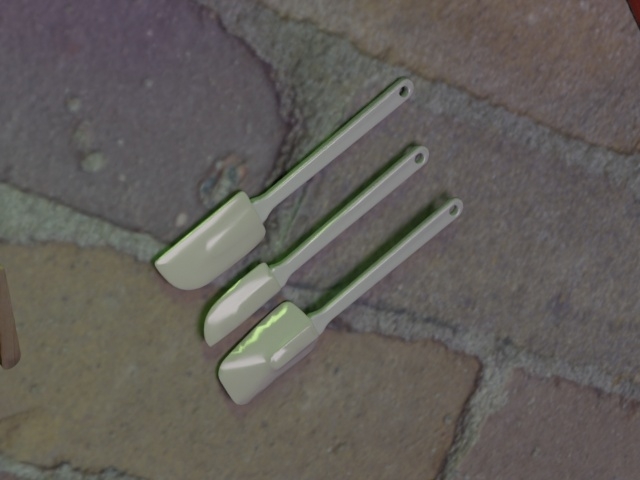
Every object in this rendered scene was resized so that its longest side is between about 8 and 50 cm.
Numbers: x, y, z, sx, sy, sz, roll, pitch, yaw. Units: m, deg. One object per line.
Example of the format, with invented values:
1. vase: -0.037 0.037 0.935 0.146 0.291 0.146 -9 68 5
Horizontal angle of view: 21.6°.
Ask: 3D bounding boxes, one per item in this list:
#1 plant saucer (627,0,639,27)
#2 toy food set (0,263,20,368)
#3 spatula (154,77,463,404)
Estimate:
1. plant saucer: 0.337 -0.295 1.349 0.258 0.047 0.259 -46 134 -10
2. toy food set: -0.292 0.083 1.035 0.218 0.071 0.128 -36 155 -16
3. spatula: 0.000 0.000 1.258 0.242 0.019 0.168 -40 127 -17
